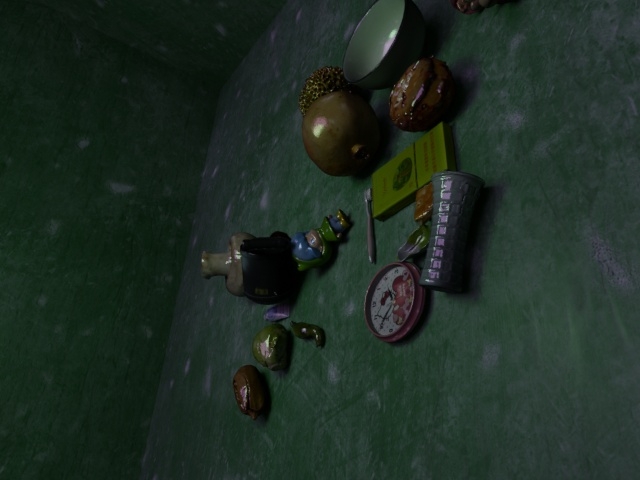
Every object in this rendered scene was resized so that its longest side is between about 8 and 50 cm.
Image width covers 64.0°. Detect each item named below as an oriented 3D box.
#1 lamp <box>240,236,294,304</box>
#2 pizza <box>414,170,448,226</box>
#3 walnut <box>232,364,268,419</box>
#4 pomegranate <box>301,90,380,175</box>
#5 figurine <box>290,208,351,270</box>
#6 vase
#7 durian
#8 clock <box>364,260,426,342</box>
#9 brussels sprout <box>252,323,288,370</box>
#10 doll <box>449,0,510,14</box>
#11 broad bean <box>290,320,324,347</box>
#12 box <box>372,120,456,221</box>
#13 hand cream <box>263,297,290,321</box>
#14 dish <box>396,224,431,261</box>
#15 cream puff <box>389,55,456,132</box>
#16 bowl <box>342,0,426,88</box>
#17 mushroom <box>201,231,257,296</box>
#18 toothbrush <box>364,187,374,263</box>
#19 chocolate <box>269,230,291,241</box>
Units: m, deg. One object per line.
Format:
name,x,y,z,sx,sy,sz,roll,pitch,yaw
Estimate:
lamp,-0.208,0.122,2.028,0.374,0.205,0.271,-158,65,-86
pizza,0.328,-0.124,1.487,0.175,0.046,0.134,-53,21,13
walnut,-0.272,0.588,1.996,0.137,0.137,0.245,-54,41,26
pomegranate,0.078,-0.376,1.848,0.319,0.319,0.318,-38,42,44
figurine,0.000,0.000,1.902,0.263,0.143,0.162,-41,46,14
vase,0.335,-0.018,1.331,0.143,0.143,0.298,-5,71,59
durian,0.043,-0.558,2.071,0.258,0.258,0.292,27,101,61
clock,0.216,0.176,1.487,0.244,0.056,0.244,-36,44,45
brussels sprout,-0.188,0.410,1.966,0.146,0.131,0.183,-13,58,32
doll,0.488,-0.785,1.536,0.196,0.152,0.255,-48,29,11
broad bean,-0.050,0.329,1.854,0.214,0.048,0.070,14,84,58
box,0.285,-0.211,1.626,0.335,0.047,0.186,-34,45,46
hand cream,-0.178,0.295,2.104,0.142,0.053,0.084,-30,46,35
dish,0.281,0.019,1.484,0.137,0.039,0.091,-46,27,24
cream puff,0.323,-0.451,1.598,0.240,0.164,0.240,-58,16,27
bowl,0.254,-0.689,1.837,0.354,0.185,0.353,-38,42,44
mushroom,-0.392,0.108,2.318,0.297,0.290,0.297,-177,90,-73
toothbrush,0.171,-0.057,1.744,0.030,0.025,0.306,-30,46,38
chocolate,-0.190,0.012,2.267,0.149,0.080,0.124,-22,54,55
